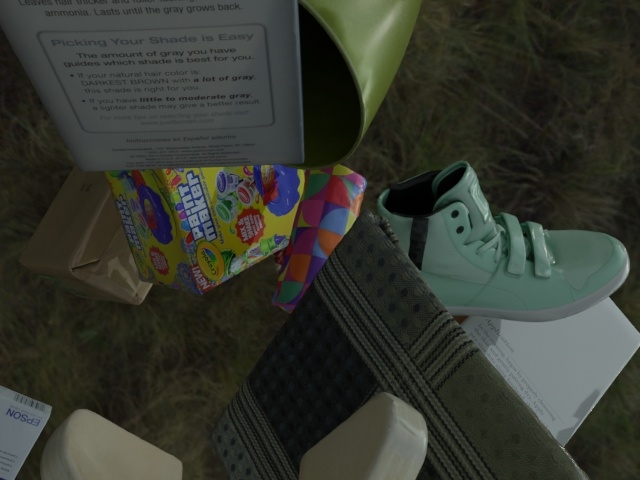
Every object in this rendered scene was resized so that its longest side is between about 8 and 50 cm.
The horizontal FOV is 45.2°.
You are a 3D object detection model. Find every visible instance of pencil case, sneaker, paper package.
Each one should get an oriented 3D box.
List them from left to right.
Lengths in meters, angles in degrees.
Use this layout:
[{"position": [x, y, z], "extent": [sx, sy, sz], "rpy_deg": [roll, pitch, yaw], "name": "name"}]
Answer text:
[{"position": [-0.414, -0.039, 1.524], "extent": [0.168, 0.324, 0.310], "rpy_deg": [38, 70, -31], "name": "paper package"}, {"position": [0.000, 0.000, 1.134], "extent": [0.104, 0.104, 0.236], "rpy_deg": [27, 71, -38], "name": "pencil case"}, {"position": [0.172, -0.003, 0.717], "extent": [0.255, 0.094, 0.151], "rpy_deg": [-6, 133, 0], "name": "sneaker"}]

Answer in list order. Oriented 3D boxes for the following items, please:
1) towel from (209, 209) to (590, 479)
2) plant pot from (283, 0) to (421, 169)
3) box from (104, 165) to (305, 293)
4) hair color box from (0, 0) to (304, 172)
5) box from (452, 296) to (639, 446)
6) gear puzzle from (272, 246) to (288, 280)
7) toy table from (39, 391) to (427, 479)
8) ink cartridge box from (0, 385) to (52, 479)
[{"position": [0.047, 0.189, 0.617], "extent": [0.056, 0.324, 0.312], "rpy_deg": [6, 128, -42], "name": "towel"}, {"position": [0.005, -0.284, 0.919], "extent": [0.293, 0.274, 0.275], "rpy_deg": [-53, 130, -30], "name": "plant pot"}, {"position": [-0.175, -0.111, 1.224], "extent": [0.279, 0.177, 0.290], "rpy_deg": [-31, 115, -38], "name": "box"}, {"position": [-0.108, -0.187, 0.478], "extent": [0.185, 0.114, 0.374], "rpy_deg": [-2, 154, -1], "name": "hair color box"}, {"position": [0.170, 0.174, 0.879], "extent": [0.345, 0.215, 0.168], "rpy_deg": [-35, 85, -36], "name": "box"}, {"position": [-0.047, -0.041, 1.622], "extent": [0.175, 0.044, 0.339], "rpy_deg": [-54, 158, -23], "name": "gear puzzle"}, {"position": [-0.034, 0.201, 0.375], "extent": [0.274, 0.161, 0.252], "rpy_deg": [-32, 118, 20], "name": "toy table"}, {"position": [-0.670, 0.376, 1.473], "extent": [0.223, 0.045, 0.224], "rpy_deg": [28, 98, -19], "name": "ink cartridge box"}]
